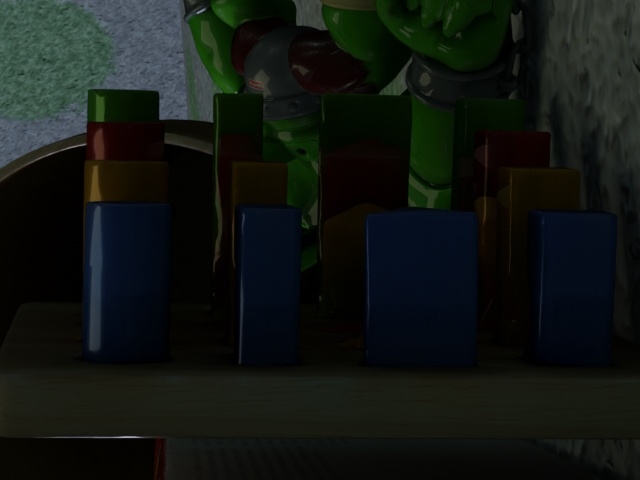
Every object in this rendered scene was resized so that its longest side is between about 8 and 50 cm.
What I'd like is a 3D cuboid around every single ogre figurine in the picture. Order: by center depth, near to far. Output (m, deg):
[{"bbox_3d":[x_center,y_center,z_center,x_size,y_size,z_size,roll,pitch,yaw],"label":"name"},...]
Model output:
[{"bbox_3d":[0.003,-0.054,0.634,0.197,0.097,0.118,10,120,37],"label":"ogre figurine"}]

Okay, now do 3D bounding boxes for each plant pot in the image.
[{"bbox_3d":[-0.072,0.027,1.022,0.254,0.237,0.237,-68,-26,-72],"label":"plant pot"}]

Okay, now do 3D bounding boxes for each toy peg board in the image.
[{"bbox_3d":[0.000,0.000,0.482,0.160,0.161,0.079,-152,63,-83],"label":"toy peg board"}]

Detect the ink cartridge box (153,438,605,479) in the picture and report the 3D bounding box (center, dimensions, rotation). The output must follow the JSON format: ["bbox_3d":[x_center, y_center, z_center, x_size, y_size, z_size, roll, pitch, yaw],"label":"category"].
[{"bbox_3d":[0.013,0.196,0.518,0.309,0.130,0.272,165,106,-85],"label":"ink cartridge box"}]
